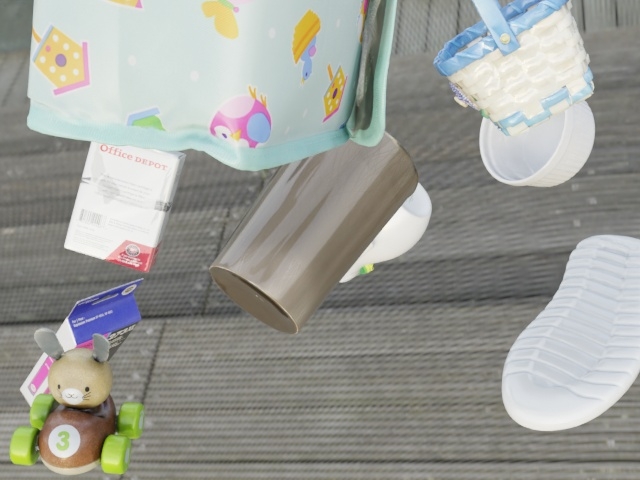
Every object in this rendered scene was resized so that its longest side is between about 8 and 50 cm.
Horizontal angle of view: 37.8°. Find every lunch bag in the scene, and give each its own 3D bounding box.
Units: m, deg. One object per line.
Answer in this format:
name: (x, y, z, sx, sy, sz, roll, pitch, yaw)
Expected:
lunch bag: (-0.032, -0.164, 0.541, 0.160, 0.224, 0.262, 11, 12, 21)

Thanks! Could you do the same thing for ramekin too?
ramekin: (0.402, -0.194, 1.713, 0.207, 0.109, 0.207, -20, 65, 50)

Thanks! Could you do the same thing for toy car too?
toy car: (-0.331, 0.206, 1.273, 0.155, 0.188, 0.149, 5, 26, 3)

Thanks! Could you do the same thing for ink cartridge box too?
ink cartridge box: (-0.436, -0.093, 2.100, 0.197, 0.273, 0.114, 17, 11, -3)
ink cartridge box: (-0.507, 0.225, 2.021, 0.175, 0.371, 0.069, -22, 68, -47)

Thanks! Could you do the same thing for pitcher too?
pitcher: (0.075, -0.002, 1.506, 0.207, 0.125, 0.178, -41, 13, 39)

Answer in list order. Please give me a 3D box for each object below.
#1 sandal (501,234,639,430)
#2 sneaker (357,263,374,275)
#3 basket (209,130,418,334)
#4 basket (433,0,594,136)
sandal: (0.390, 0.139, 1.326, 0.169, 0.102, 0.416, 9, 39, 33)
sneaker: (0.000, 0.000, 1.975, 0.123, 0.295, 0.109, -36, 37, 13)
basket: (-0.016, -0.016, 1.111, 0.227, 0.154, 0.204, -53, 13, -19)
basket: (0.238, -0.296, 1.262, 0.201, 0.289, 0.255, -25, 10, 18)
